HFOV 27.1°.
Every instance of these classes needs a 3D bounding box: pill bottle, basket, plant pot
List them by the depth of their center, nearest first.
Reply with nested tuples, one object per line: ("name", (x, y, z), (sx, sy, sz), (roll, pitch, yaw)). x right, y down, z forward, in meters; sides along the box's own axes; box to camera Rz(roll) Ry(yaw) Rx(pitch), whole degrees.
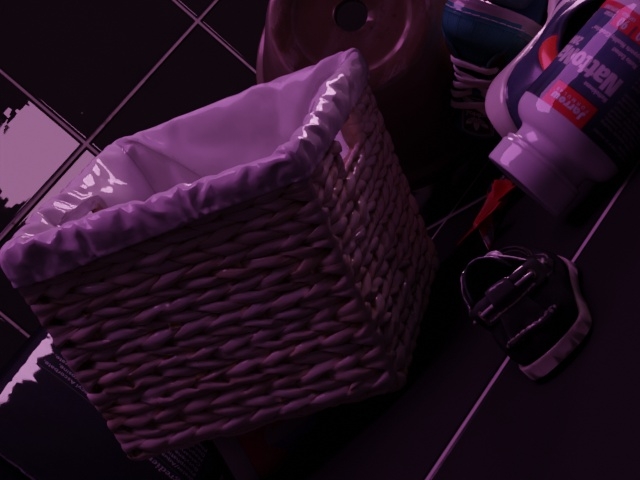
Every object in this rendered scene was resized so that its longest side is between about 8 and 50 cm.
("pill bottle", (0.234, -0.113, 1.142), (0.180, 0.108, 0.108), (-49, 7, 4))
("basket", (-0.083, 0.013, 1.348), (0.331, 0.266, 0.328), (-17, 19, 19))
("plant pot", (0.056, -0.231, 1.589), (0.323, 0.323, 0.280), (-49, -13, 3))

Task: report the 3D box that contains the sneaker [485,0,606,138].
("sneaker", (0.299, -0.222, 1.325), (0.148, 0.131, 0.350), (-26, 27, 52))

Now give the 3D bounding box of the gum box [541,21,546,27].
("gum box", (0.374, -0.402, 2.087), (0.184, 0.041, 0.157), (-49, 7, 7))

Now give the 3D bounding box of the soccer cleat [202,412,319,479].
("soccer cleat", (-0.072, 0.199, 1.473), (0.116, 0.108, 0.318), (-30, 4, -6))

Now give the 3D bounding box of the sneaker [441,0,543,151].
("sneaker", (0.193, -0.174, 1.469), (0.121, 0.108, 0.302), (-66, -25, -3))

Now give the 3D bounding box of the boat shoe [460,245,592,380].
("boat shoe", (0.148, 0.034, 1.023), (0.084, 0.079, 0.233), (-50, 5, 9))

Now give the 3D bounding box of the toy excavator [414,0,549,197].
("toy excavator", (0.208, -0.326, 1.825), (0.445, 0.222, 0.433), (-53, -19, -57))

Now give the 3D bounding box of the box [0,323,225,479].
("box", (-0.360, 0.341, 1.652), (0.480, 0.297, 0.472), (-46, 10, 23))

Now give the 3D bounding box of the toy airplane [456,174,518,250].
("toy airplane", (0.179, -0.034, 1.384), (0.151, 0.028, 0.151), (-50, 6, 7))
